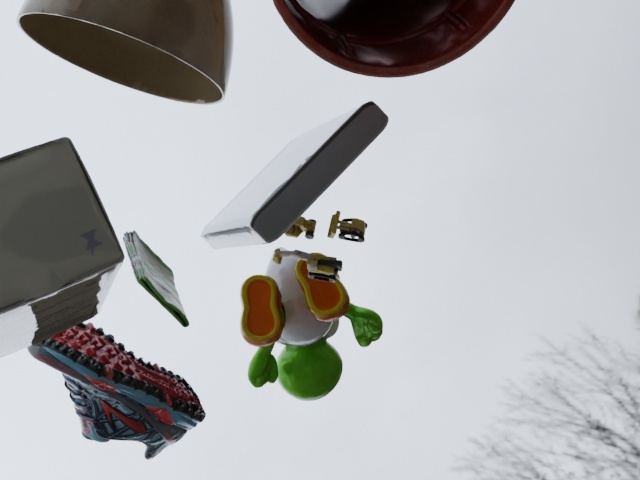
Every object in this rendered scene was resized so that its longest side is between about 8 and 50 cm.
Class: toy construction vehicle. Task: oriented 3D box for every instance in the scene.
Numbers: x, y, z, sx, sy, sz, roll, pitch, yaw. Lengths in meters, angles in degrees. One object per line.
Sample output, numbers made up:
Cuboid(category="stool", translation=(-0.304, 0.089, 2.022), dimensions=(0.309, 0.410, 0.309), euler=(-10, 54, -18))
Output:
Cuboid(category="toy construction vehicle", translation=(0.000, 0.000, 1.187), dimensions=(0.035, 0.098, 0.086), euler=(89, -165, -61))

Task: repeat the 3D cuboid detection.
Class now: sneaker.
Cuboid(category="sneaker", translation=(-0.270, 0.201, 1.273), dimensions=(0.262, 0.104, 0.125), euler=(38, -81, -31))

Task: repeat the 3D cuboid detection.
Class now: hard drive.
Cuboid(category="hard drive", translation=(-0.043, -0.072, 1.269), dimensions=(0.040, 0.307, 0.203), euler=(46, -103, -10))

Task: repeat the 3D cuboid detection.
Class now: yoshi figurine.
Cuboid(category="yoshi figurine", translation=(-0.022, 0.154, 1.574), dimensions=(0.203, 0.203, 0.362), euler=(-61, -11, -12))

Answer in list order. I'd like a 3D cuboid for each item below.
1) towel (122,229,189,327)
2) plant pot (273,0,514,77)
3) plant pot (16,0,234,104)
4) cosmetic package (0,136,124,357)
Cuboid(category="towel", translation=(-0.238, 0.053, 1.485), dimensions=(0.023, 0.152, 0.113), euler=(-40, -58, 3))
Cuboid(category="plant pot", translation=(0.049, -0.340, 1.076), dimensions=(0.272, 0.265, 0.273), euler=(-5, -64, -11))
Cuboid(category="plant pot", translation=(-0.232, -0.323, 1.341), dimensions=(0.284, 0.284, 0.191), euler=(24, -99, -43))
Cuboid(category="cosmetic package", translation=(-0.297, 0.022, 0.999), dimensions=(0.153, 0.296, 0.129), euler=(-23, -96, -22))
